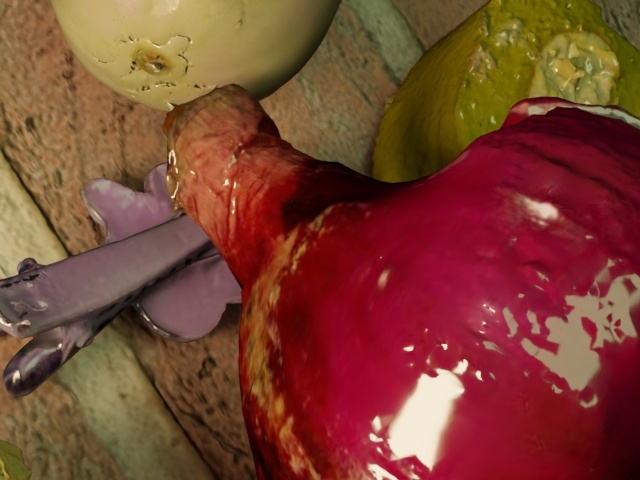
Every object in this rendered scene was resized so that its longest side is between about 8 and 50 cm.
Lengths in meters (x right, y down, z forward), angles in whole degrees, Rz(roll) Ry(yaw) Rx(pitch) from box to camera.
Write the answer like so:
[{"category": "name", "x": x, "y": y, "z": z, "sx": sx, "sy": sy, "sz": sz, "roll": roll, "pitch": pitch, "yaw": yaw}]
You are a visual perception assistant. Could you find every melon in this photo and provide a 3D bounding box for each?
[{"category": "melon", "x": -0.077, "y": -0.232, "z": 1.147, "sx": 0.223, "sy": 0.223, "sz": 0.317, "roll": 26, "pitch": 57, "yaw": -19}]

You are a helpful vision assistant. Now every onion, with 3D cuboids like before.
[{"category": "onion", "x": 0.056, "y": 0.061, "z": 1.006, "sx": 0.420, "sy": 0.398, "sz": 0.398, "roll": 30, "pitch": 53, "yaw": 5}]

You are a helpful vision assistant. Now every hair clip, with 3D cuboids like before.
[{"category": "hair clip", "x": -0.133, "y": 0.015, "z": 1.087, "sx": 0.278, "sy": 0.090, "sz": 0.137, "roll": -26, "pitch": 70, "yaw": -45}]

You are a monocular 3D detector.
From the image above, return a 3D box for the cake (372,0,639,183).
[{"category": "cake", "x": 0.156, "y": -0.086, "z": 1.270, "sx": 0.179, "sy": 0.156, "sz": 0.260, "roll": 32, "pitch": 53, "yaw": -23}]

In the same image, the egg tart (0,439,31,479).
[{"category": "egg tart", "x": -0.273, "y": 0.266, "z": 0.813, "sx": 0.339, "sy": 0.153, "sz": 0.351, "roll": -14, "pitch": 78, "yaw": -48}]
